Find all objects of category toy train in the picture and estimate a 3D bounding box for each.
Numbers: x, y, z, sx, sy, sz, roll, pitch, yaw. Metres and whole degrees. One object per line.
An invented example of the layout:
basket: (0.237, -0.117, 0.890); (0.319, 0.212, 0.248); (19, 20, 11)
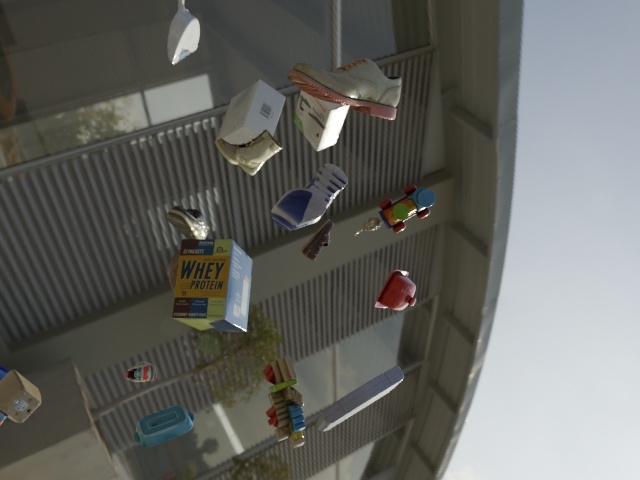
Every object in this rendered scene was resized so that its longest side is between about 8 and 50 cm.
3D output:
toy train: (0.217, -0.074, 1.754); (0.105, 0.248, 0.143); (60, -5, -1)

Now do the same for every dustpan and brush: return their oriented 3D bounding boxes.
dustpan and brush: (-0.390, -0.627, 1.707); (0.060, 0.147, 0.211); (29, -48, 3)

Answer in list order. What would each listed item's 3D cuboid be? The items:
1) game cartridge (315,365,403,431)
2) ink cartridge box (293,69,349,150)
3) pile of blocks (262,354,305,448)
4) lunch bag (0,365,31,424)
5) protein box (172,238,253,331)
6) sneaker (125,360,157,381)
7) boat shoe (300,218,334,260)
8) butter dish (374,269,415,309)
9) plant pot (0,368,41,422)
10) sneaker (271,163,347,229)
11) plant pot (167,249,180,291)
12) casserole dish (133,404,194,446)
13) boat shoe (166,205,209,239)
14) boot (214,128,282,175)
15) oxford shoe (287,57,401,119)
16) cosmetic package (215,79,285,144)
game cartridge: (0.126, 0.507, 1.917); (0.062, 0.297, 0.198); (58, -19, 15)
ink cartridge box: (0.000, -0.439, 2.038); (0.160, 0.092, 0.219); (54, -27, 18)
pile of blocks: (-0.135, 0.586, 2.122); (0.149, 0.112, 0.362); (12, -66, 65)
lunch bag: (-1.144, 0.490, 1.942); (0.293, 0.221, 0.138); (37, -7, -13)
protein box: (-0.272, 0.120, 1.553); (0.200, 0.136, 0.201); (62, 30, -70)
sneaker: (-0.541, 0.386, 1.768); (0.161, 0.075, 0.057); (-11, -105, 54)
boat shoe: (0.000, 0.000, 2.356); (0.073, 0.207, 0.073); (37, -35, 4)
butter dish: (0.297, 0.200, 2.209); (0.118, 0.160, 0.160); (32, -81, 28)
plant pot: (-0.855, 0.450, 1.690); (0.096, 0.109, 0.109); (17, -33, 43)
sneaker: (-0.043, -0.102, 1.922); (0.127, 0.315, 0.182); (41, -44, 6)
plant pot: (-0.425, 0.171, 2.251); (0.229, 0.263, 0.263); (-122, -159, -45)
casserole dish: (-0.486, 0.567, 1.858); (0.114, 0.188, 0.037); (42, -38, 52)
boat shoe: (-0.370, -0.056, 1.701); (0.080, 0.073, 0.223); (21, -17, 14)
boot: (-0.249, -0.331, 2.093); (0.213, 0.165, 0.077); (32, 27, -48)
oxford shoe: (0.076, -0.454, 1.700); (0.140, 0.397, 0.147); (28, -74, 43)
cosmetic package: (-0.283, -0.486, 2.407); (0.224, 0.138, 0.224); (-16, -128, 51)
